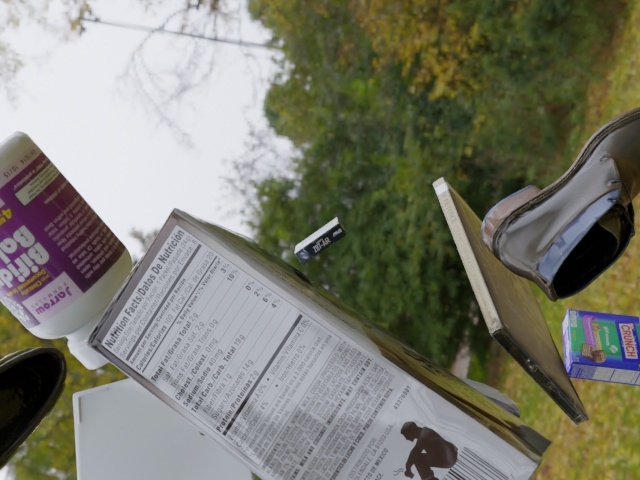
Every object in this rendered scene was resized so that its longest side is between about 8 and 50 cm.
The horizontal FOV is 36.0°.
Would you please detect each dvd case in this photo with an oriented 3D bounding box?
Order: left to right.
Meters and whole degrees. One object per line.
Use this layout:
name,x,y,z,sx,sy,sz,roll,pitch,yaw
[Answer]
dvd case,0.181,0.053,0.946,0.164,0.018,0.221,44,-160,-34

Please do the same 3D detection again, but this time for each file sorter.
file sorter,-0.161,0.310,1.144,0.173,0.192,0.278,78,177,-49

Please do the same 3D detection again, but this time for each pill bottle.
pill bottle,-0.356,0.021,1.292,0.301,0.169,0.169,51,-151,-16

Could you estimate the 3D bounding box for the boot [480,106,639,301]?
boot,0.250,-0.031,0.825,0.082,0.219,0.106,50,-173,-34

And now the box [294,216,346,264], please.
box,0.000,0.000,1.234,0.067,0.018,0.083,-35,6,4

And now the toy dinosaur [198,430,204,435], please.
toy dinosaur,-0.018,0.136,0.950,0.112,0.211,0.064,-154,54,-62

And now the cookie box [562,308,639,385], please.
cookie box,0.392,0.146,1.353,0.040,0.107,0.092,94,-178,-50

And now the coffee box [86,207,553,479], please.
coffee box,0.006,0.111,0.706,0.119,0.297,0.168,-57,-18,2

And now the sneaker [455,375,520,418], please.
sneaker,0.073,0.217,1.042,0.315,0.127,0.182,9,85,62

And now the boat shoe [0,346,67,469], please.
boat shoe,-0.298,0.165,0.818,0.068,0.081,0.228,-36,10,39
